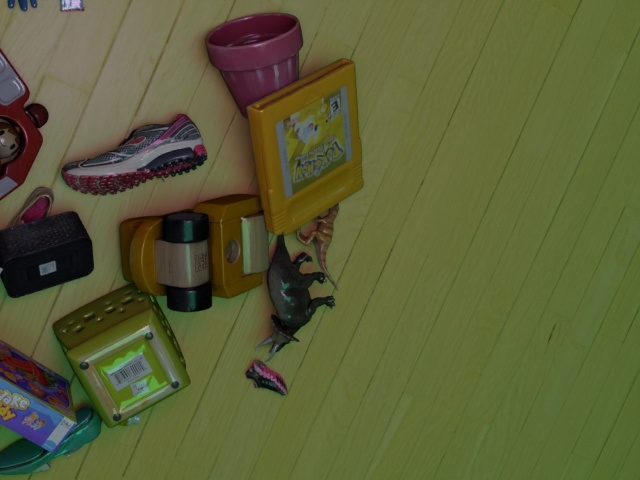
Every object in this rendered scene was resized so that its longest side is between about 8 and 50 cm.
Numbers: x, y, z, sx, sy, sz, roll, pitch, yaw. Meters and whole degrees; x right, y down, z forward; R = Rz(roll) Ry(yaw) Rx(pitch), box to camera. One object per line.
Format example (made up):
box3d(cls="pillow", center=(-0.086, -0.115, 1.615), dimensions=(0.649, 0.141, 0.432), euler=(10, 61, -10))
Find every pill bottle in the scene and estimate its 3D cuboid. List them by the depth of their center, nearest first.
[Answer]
box3d(cls="pill bottle", center=(-0.450, 0.395, 1.907), dimensions=(0.083, 0.043, 0.043), euler=(12, 97, -22))

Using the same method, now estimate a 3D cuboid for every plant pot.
box3d(cls="plant pot", center=(-0.126, -0.364, 1.793), dimensions=(0.201, 0.201, 0.180), euler=(-22, 124, -15))
box3d(cls="plant pot", center=(-0.416, 0.247, 1.800), dimensions=(0.228, 0.207, 0.227), euler=(-27, 110, -12))

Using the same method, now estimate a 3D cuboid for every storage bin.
box3d(cls="storage bin", center=(-0.563, 0.028, 1.720), dimensions=(0.180, 0.084, 0.122), euler=(-19, 144, -26))

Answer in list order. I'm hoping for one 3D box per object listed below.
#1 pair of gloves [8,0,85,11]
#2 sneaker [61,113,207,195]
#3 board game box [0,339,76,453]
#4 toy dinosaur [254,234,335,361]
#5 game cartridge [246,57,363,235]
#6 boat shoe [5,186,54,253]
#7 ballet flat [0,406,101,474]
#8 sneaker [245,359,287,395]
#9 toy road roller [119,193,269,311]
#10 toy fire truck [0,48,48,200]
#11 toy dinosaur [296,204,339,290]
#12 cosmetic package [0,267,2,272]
box3d(cls="pair of gloves", center=(-0.540, -0.535, 1.678), dimensions=(0.198, 0.023, 0.159), euler=(-2, 103, -20))
box3d(cls="sneaker", center=(-0.394, -0.176, 1.776), dimensions=(0.299, 0.121, 0.112), euler=(-17, 78, -16))
box3d(cls="board game box", center=(-0.662, 0.267, 1.695), dimensions=(0.347, 0.233, 0.078), euler=(39, 87, -24))
box3d(cls="toy dinosaur", center=(-0.064, 0.115, 1.941), dimensions=(0.160, 0.121, 0.314), euler=(-19, 110, -45))
box3d(cls="game cartridge", center=(-0.021, -0.196, 1.836), dimensions=(0.285, 0.052, 0.324), euler=(-34, 132, -32))
box3d(cls="boat shoe", center=(-0.605, -0.032, 1.744), dimensions=(0.063, 0.059, 0.170), euler=(27, 92, -24))
box3d(cls="ballet flat", center=(-0.591, 0.459, 1.851), dimensions=(0.247, 0.083, 0.087), euler=(-29, 124, -11))
box3d(cls="sneaker", center=(-0.130, 0.338, 2.023), dimensions=(0.057, 0.047, 0.119), euler=(-41, 113, 14))
box3d(cls="toy road roller", center=(-0.283, 0.014, 1.831), dimensions=(0.329, 0.240, 0.202), euler=(-20, 112, -55))
box3d(cls="toy fire truck", center=(-0.665, -0.235, 1.634), dimensions=(0.254, 0.169, 0.302), euler=(-45, 115, -27))
box3d(cls="toy dinosaur", center=(0.000, 0.000, 1.949), dimensions=(0.112, 0.064, 0.211), euler=(8, 75, 2))
box3d(cls="cosmetic package", center=(-0.785, 0.094, 1.523), dimensions=(0.284, 0.377, 0.097), euler=(-62, 149, -7))
